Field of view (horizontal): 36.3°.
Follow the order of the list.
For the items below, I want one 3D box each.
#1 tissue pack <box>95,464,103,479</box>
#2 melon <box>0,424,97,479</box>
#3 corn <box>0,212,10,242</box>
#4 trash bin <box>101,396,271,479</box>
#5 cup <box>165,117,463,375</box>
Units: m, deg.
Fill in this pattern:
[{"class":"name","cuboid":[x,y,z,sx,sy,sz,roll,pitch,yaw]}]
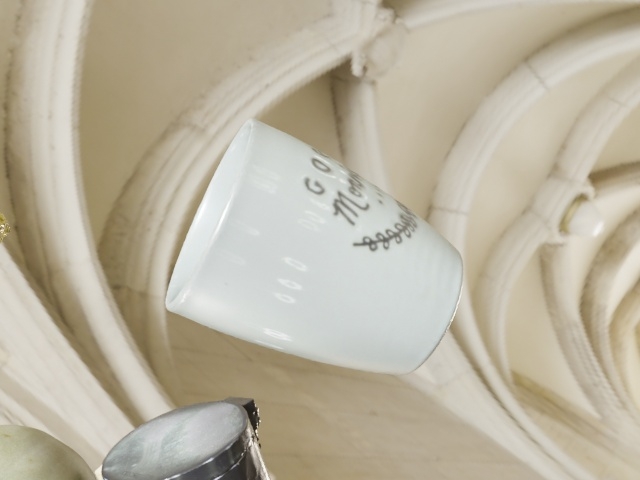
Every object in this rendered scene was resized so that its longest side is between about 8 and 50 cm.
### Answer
[{"class":"tissue pack","cuboid":[-0.262,0.452,1.629,0.090,0.222,0.186,-41,-19,-1]},{"class":"melon","cuboid":[-0.411,0.372,1.261,0.268,0.268,0.330,-47,-13,-13]},{"class":"corn","cuboid":[-0.432,-0.069,0.940,0.123,0.305,0.122,-42,10,10]},{"class":"trash bin","cuboid":[-0.143,0.393,1.308,0.252,0.203,0.301,-34,-68,-44]},{"class":"cup","cuboid":[0.000,0.000,0.927,0.234,0.258,0.186,24,-60,-15]}]
